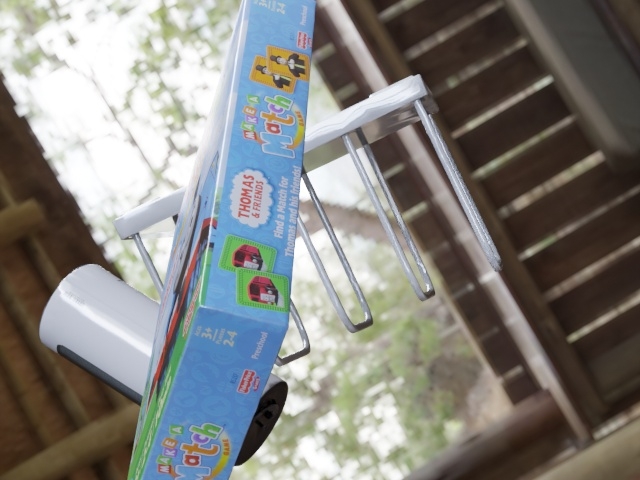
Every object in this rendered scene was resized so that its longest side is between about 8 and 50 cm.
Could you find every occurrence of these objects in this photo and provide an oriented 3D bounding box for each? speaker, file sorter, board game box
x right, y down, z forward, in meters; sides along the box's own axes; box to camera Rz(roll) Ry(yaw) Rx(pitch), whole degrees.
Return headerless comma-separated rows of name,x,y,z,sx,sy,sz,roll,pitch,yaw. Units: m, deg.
speaker,-0.086,0.067,0.803,0.136,0.055,0.055,30,171,17
file sorter,0.000,0.000,1.260,0.193,0.277,0.173,-3,-111,-82
board game box,-0.043,0.013,0.635,0.212,0.039,0.160,-85,12,-49
